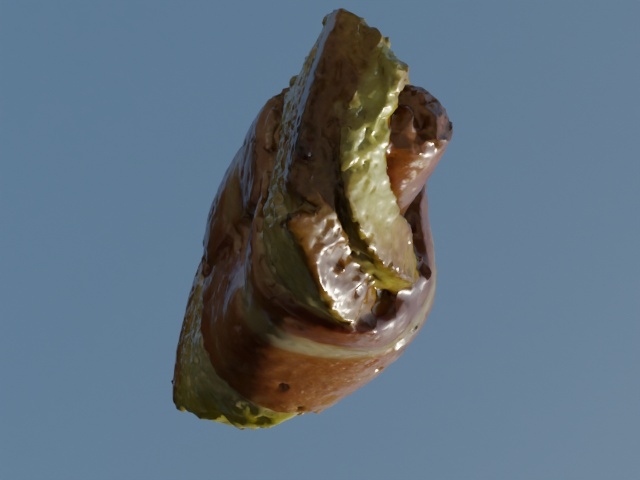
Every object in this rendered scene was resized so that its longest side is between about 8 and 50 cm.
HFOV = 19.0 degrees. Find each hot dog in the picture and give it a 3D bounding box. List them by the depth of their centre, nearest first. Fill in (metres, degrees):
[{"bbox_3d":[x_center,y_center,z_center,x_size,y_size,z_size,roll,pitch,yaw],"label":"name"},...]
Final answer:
[{"bbox_3d":[0.004,0.004,0.802,0.261,0.093,0.123,126,-33,-59],"label":"hot dog"}]
